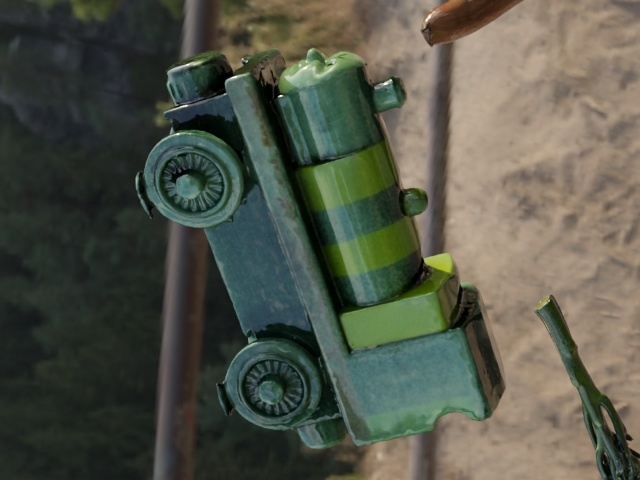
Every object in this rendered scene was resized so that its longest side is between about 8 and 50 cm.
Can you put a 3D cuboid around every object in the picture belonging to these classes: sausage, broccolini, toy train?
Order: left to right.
[{"bbox_3d":[0.000,0.000,0.587,0.132,0.083,0.200,-15,109,15],"label":"toy train"},{"bbox_3d":[0.163,-0.218,1.051,0.177,0.040,0.047,-31,16,3],"label":"sausage"},{"bbox_3d":[0.161,0.099,0.738,0.030,0.035,0.140,-24,94,19],"label":"broccolini"}]
